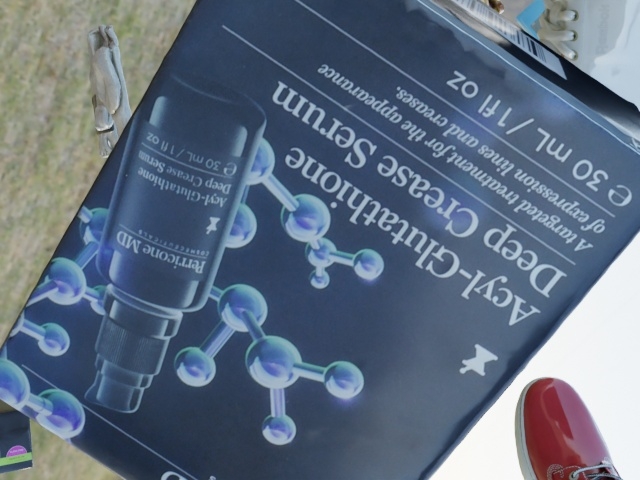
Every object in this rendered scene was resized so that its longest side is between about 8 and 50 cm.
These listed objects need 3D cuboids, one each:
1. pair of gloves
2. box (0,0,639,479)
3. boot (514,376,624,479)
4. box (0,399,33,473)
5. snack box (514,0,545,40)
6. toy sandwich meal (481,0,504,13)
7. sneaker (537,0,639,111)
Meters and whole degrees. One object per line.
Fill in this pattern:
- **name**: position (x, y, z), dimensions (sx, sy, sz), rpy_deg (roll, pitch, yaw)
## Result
- **pair of gloves**: position (-0.320, -0.215, 1.451), dimensions (0.240, 0.042, 0.204), rpy_deg (-155, -125, -68)
- **box**: position (0.000, 0.000, 0.704), dimensions (0.395, 0.294, 0.212), rpy_deg (-56, -177, 21)
- **boot**: position (0.255, 0.221, 0.850), dimensions (0.176, 0.089, 0.244), rpy_deg (110, -34, -66)
- **box**: position (-0.283, 0.161, 0.811), dimensions (0.083, 0.062, 0.052), rpy_deg (3, -83, 54)
- **snack box**: position (0.363, -0.309, 1.255), dimensions (0.187, 0.060, 0.322), rpy_deg (-43, 169, 18)
- **toy sandwich meal**: position (0.177, -0.285, 1.103), dimensions (0.029, 0.085, 0.085), rpy_deg (-29, 169, -7)
- **sneaker**: position (0.221, -0.181, 0.812), dimensions (0.290, 0.123, 0.106), rpy_deg (60, 3, -30)
